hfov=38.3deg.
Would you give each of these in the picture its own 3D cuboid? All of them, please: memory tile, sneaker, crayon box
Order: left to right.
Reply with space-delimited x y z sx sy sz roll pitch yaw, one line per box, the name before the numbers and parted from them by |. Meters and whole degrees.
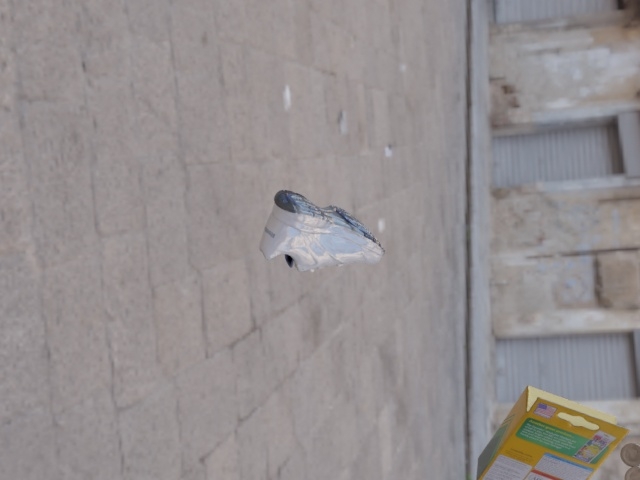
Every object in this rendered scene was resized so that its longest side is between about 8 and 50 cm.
sneaker | 0.000 0.000 1.727 0.297 0.129 0.111 19 19 -41
crayon box | 0.486 0.434 1.952 0.083 0.203 0.323 -72 -178 -49
memory tile | 0.547 0.364 1.426 0.012 0.148 0.113 55 28 -67
